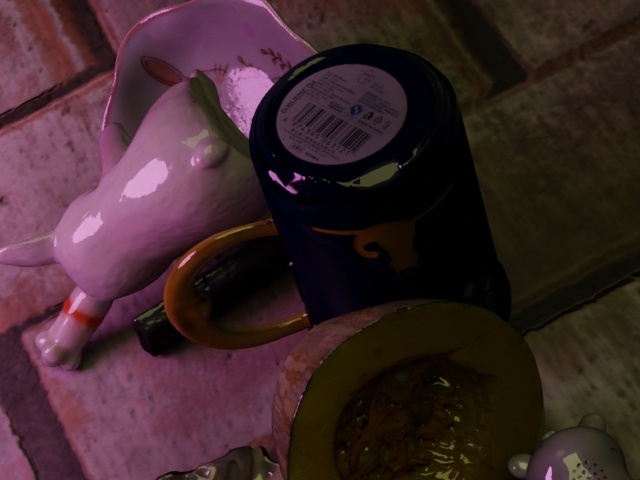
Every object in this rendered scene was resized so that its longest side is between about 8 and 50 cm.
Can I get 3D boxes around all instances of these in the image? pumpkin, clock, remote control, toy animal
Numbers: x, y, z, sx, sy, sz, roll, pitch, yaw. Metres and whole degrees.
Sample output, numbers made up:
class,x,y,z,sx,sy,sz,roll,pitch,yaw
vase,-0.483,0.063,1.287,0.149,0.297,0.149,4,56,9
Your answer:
class,x,y,z,sx,sy,sz,roll,pitch,yaw
pumpkin,0.051,0.131,1.405,0.217,0.217,0.110,-37,36,-14
clock,0.167,0.208,1.373,0.176,0.080,0.117,-33,51,-12
remote control,-0.053,0.021,1.601,0.245,0.063,0.025,-34,66,-11
toy animal,-0.158,-0.020,1.574,0.282,0.140,0.138,-38,12,30

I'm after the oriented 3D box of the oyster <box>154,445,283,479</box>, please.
class,x,y,z,sx,sy,sz,roll,pitch,yaw
oyster,-0.068,0.262,1.399,0.223,0.083,0.214,-25,56,-28

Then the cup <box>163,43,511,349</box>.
class,x,y,z,sx,sy,sz,roll,pitch,yaw
cup,0.018,0.007,1.463,0.255,0.256,0.178,-42,53,-17

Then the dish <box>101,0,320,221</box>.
class,x,y,z,sx,sy,sz,roll,pitch,yaw
dish,-0.082,-0.113,1.678,0.229,0.081,0.229,1,92,19
